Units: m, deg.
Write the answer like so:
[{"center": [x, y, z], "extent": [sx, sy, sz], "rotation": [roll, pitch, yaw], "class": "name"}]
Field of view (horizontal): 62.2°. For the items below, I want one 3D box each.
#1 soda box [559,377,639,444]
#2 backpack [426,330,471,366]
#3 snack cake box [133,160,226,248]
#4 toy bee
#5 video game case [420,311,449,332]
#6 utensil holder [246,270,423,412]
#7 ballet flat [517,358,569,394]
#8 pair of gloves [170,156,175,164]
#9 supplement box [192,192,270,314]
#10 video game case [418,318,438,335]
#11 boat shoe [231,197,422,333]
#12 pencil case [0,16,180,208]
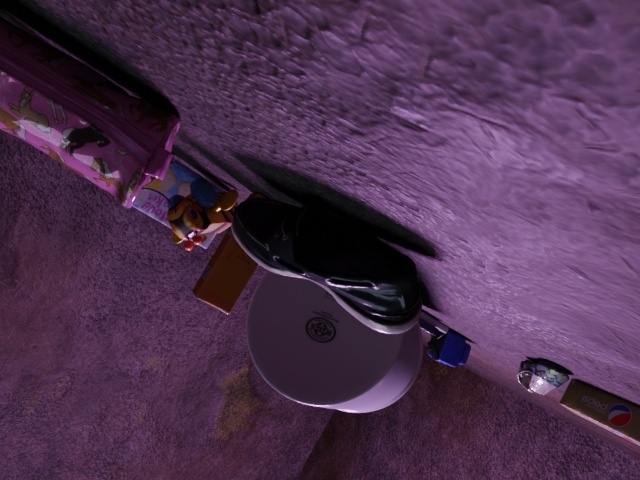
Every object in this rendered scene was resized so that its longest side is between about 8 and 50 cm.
[{"center": [0.535, 0.317, 0.966], "extent": [0.061, 0.058, 0.181], "rotation": [33, 173, -24], "class": "soda box"}, {"center": [0.360, 0.307, 1.511], "extent": [0.101, 0.097, 0.120], "rotation": [28, 173, -9], "class": "backpack"}, {"center": [-0.369, -0.110, 1.346], "extent": [0.264, 0.152, 0.089], "rotation": [33, 173, -22], "class": "snack cake box"}, {"center": [-0.287, -0.047, 1.185], "extent": [0.298, 0.195, 0.162], "rotation": [-5, -115, -42], "class": "toy bee"}, {"center": [0.249, 0.196, 1.505], "extent": [0.191, 0.022, 0.173], "rotation": [31, 173, -12], "class": "video game case"}, {"center": [0.046, 0.206, 1.150], "extent": [0.328, 0.327, 0.385], "rotation": [28, 172, 20], "class": "utensil holder"}, {"center": [0.441, 0.278, 1.064], "extent": [0.070, 0.070, 0.188], "rotation": [29, 173, 12], "class": "ballet flat"}, {"center": [-0.416, -0.213, 1.129], "extent": [0.204, 0.042, 0.240], "rotation": [31, -176, -10], "class": "pair of gloves"}, {"center": [-0.158, 0.023, 1.049], "extent": [0.078, 0.233, 0.080], "rotation": [33, 177, -19], "class": "supplement box"}, {"center": [0.210, 0.204, 1.525], "extent": [0.196, 0.026, 0.274], "rotation": [30, 175, -3], "class": "video game case"}, {"center": [-0.002, 0.003, 0.765], "extent": [0.340, 0.127, 0.113], "rotation": [35, 148, 30], "class": "boat shoe"}, {"center": [-0.375, -0.197, 0.702], "extent": [0.386, 0.160, 0.167], "rotation": [32, -151, -19], "class": "pencil case"}]
